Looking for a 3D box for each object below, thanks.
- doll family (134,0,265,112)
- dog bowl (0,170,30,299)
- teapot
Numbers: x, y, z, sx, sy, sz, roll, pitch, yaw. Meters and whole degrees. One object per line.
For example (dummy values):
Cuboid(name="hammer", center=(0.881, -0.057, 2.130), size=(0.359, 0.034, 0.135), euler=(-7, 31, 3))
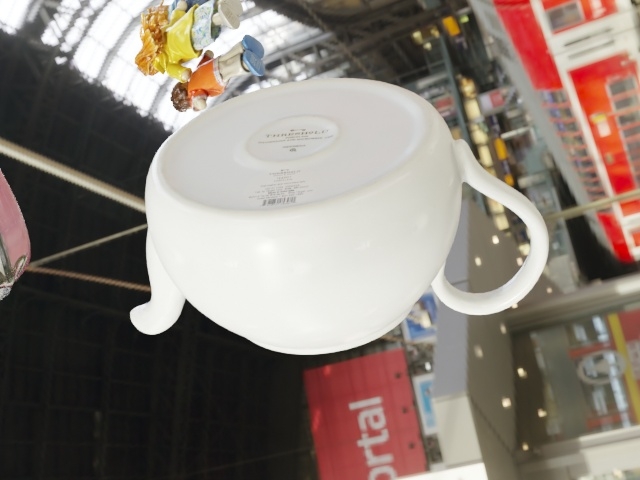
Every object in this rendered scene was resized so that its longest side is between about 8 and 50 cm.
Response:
Cuboid(name="doll family", center=(-0.152, -0.276, 1.105), size=(0.118, 0.163, 0.263), euler=(41, -138, -35))
Cuboid(name="dog bowl", center=(-0.505, -0.063, 1.049), size=(0.150, 0.408, 0.408), euler=(-40, -62, -30))
Cuboid(name="teapot", center=(0.000, 0.000, 0.700), size=(0.252, 0.256, 0.187), euler=(-32, -52, -28))
